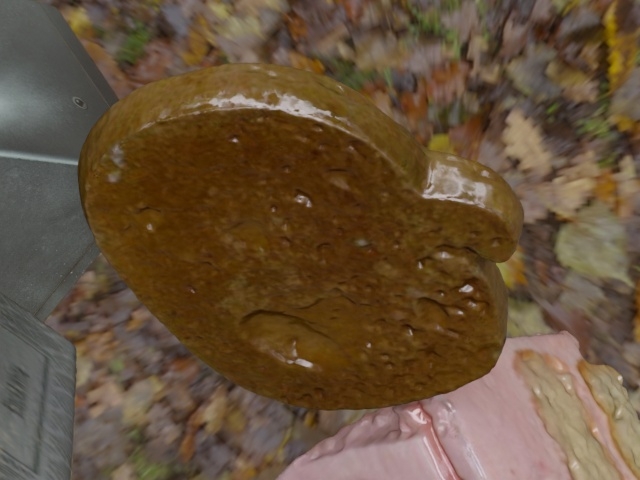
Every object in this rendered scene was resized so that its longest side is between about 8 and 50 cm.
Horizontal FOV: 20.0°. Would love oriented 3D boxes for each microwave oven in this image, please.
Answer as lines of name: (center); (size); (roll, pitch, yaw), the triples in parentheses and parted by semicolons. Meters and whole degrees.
microwave oven: (-0.423, -0.009, 1.689); (0.432, 0.374, 0.236); (-48, 63, 24)

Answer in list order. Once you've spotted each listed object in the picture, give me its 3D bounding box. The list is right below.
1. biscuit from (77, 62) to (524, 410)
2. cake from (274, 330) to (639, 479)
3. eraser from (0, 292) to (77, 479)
biscuit: (0.000, -0.001, 1.364); (0.314, 0.063, 0.367); (-16, 133, 25)
cake: (0.141, 0.267, 1.647); (0.314, 0.306, 0.293); (-43, 70, 34)
eraser: (-0.142, 0.080, 0.574); (0.098, 0.404, 0.096); (35, 91, -10)
